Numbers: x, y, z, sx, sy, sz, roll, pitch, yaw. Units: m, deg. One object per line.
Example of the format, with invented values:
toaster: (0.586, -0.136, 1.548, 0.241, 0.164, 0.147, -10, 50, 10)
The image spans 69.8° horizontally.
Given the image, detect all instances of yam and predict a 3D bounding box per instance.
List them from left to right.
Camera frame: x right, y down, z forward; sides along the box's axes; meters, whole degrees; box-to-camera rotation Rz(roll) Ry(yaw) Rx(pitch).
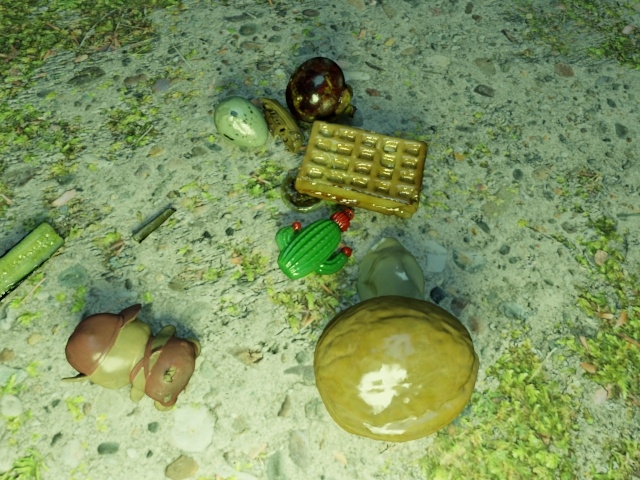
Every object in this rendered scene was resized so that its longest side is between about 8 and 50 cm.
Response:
yam: (-0.425, -0.046, 1.174, 0.033, 0.027, 0.129, 36, 65, 11)

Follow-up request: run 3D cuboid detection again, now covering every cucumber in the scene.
cucumber: (-0.710, 0.052, 1.084, 0.078, 0.062, 0.211, 48, 57, -19)

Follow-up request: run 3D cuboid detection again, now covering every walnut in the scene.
walnut: (0.151, 0.251, 0.922, 0.334, 0.332, 0.332, 2, 63, -4)

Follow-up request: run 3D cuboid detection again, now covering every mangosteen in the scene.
mangosteen: (0.009, -0.419, 1.335, 0.217, 0.192, 0.192, 31, 60, -25)

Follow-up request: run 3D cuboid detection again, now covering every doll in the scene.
doll: (-0.393, 0.239, 0.966, 0.256, 0.152, 0.196, 25, 30, -10)

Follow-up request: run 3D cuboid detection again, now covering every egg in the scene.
egg: (-0.219, -0.327, 1.278, 0.164, 0.131, 0.131, 35, 65, 6)

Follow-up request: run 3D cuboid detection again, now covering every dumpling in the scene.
dumpling: (0.166, 0.099, 1.118, 0.167, 0.126, 0.215, -25, 81, 12)

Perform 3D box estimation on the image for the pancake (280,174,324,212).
pancake: (-0.046, -0.129, 1.256, 0.130, 0.022, 0.116, 5, 63, 2)

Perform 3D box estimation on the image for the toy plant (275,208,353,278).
toy plant: (0.000, 0.014, 1.155, 0.241, 0.088, 0.154, -14, 77, -24)

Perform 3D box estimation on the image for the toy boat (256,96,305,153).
toy boat: (-0.121, -0.335, 1.324, 0.072, 0.064, 0.206, -24, 67, -34)

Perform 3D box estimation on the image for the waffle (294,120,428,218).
waffle: (0.112, -0.193, 1.228, 0.328, 0.098, 0.223, 13, 65, 4)
